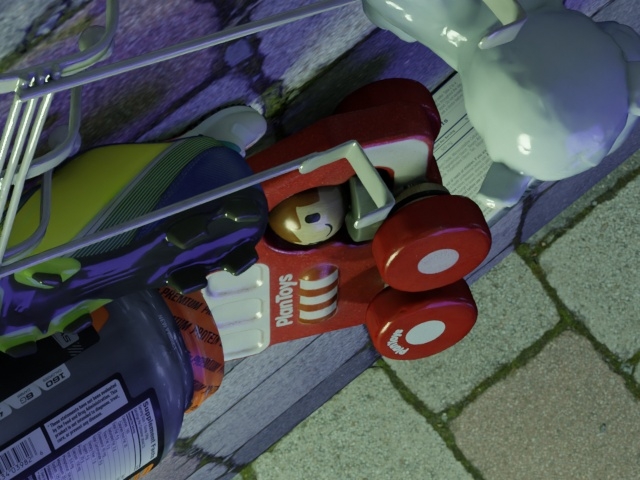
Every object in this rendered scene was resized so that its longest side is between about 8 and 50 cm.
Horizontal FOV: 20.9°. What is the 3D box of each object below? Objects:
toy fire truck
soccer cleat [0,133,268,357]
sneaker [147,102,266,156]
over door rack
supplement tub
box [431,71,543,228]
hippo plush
[{"bbox_3d":[0.000,0.000,1.527,0.254,0.169,0.302,-14,149,-10],"label":"toy fire truck"},{"bbox_3d":[-0.175,-0.003,1.145,0.289,0.121,0.093,-15,136,-25],"label":"soccer cleat"},{"bbox_3d":[-0.089,-0.047,1.308,0.161,0.075,0.057,-28,164,-45],"label":"sneaker"},{"bbox_3d":[-0.079,-0.084,1.020,0.324,0.108,0.239,-9,156,-24],"label":"over door rack"},{"bbox_3d":[-0.233,0.124,1.211,0.316,0.193,0.193,-33,167,-32],"label":"supplement tub"},{"bbox_3d":[0.147,-0.082,1.773,0.126,0.137,0.072,-42,170,13],"label":"box"},{"bbox_3d":[0.147,-0.168,1.171,0.234,0.236,0.294,-42,169,15],"label":"hippo plush"}]
